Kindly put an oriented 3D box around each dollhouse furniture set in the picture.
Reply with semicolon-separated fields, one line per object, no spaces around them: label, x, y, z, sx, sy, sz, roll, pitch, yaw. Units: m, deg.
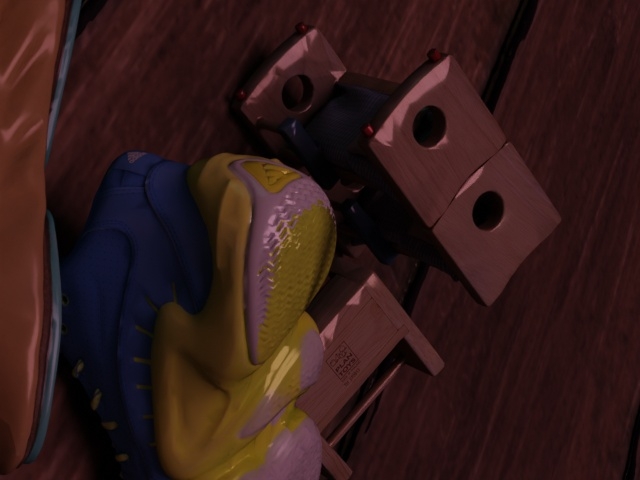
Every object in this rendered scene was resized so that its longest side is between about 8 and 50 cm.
dollhouse furniture set;0.000;0.000;0.849;0.183;0.129;0.129;-49;124;-16

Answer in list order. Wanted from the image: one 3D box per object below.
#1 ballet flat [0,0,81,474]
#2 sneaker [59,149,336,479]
ballet flat;-0.144;-0.020;0.672;0.073;0.080;0.232;11;66;-25
sneaker;-0.066;0.065;0.742;0.091;0.126;0.240;-24;130;-57
